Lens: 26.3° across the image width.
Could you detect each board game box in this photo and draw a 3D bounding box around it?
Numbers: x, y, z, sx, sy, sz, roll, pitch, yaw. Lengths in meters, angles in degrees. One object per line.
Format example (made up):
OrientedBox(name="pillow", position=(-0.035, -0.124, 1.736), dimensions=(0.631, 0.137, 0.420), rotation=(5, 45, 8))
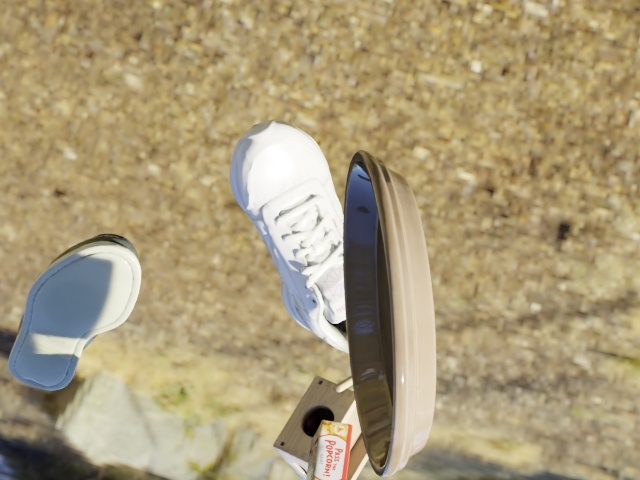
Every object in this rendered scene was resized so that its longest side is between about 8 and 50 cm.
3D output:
OrientedBox(name="board game box", position=(0.002, 0.350, 1.834), dimensions=(0.045, 0.194, 0.147), rotation=(9, 161, -3))

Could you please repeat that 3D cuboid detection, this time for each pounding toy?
OrientedBox(name="pounding toy", position=(0.021, 0.246, 2.039), dimensions=(0.094, 0.206, 0.181), rotation=(20, 158, 33))

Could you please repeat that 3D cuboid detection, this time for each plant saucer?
OrientedBox(name="plant saucer", position=(0.056, 0.061, 1.165), dimensions=(0.041, 0.278, 0.278), rotation=(-5, 160, -6))

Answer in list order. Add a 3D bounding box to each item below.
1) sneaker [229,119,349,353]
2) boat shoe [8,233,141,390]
OrientedBox(name="sneaker", position=(0.000, 0.000, 1.521), dimensions=(0.152, 0.114, 0.305), rotation=(42, 160, 53))
OrientedBox(name="boat shoe", position=(-0.315, 0.072, 1.799), dimensions=(0.127, 0.113, 0.340), rotation=(21, 138, -11))
